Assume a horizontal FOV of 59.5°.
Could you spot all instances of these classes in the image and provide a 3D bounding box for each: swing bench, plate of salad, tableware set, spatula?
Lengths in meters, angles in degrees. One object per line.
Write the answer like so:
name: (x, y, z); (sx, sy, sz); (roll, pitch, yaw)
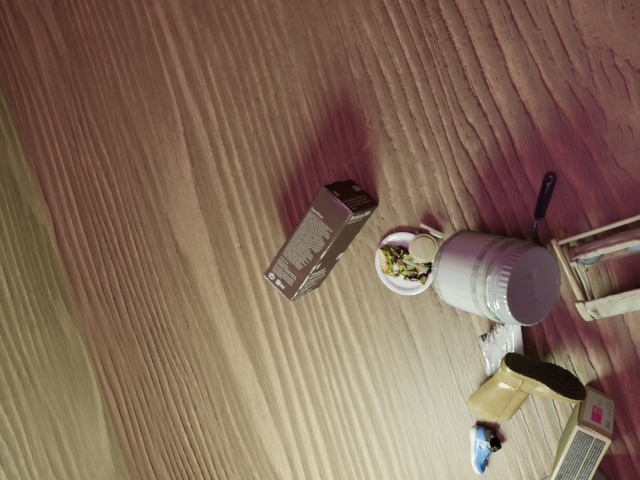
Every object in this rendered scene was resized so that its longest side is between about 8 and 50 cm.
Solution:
swing bench: (0.740, 0.060, 1.365); (0.253, 0.165, 0.255); (-23, 89, 31)
plate of salad: (0.256, 0.073, 1.720); (0.199, 0.048, 0.200); (6, 103, 29)
tableware set: (0.353, 0.046, 1.652); (0.194, 0.039, 0.128); (26, 98, 9)
spatula: (0.581, -0.041, 1.514); (0.084, 0.030, 0.297); (20, 110, 28)

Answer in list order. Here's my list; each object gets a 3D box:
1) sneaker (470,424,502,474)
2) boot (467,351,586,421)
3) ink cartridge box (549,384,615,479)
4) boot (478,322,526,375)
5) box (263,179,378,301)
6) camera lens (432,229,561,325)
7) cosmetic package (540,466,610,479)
sneaker: (0.503, 0.638, 1.688); (0.084, 0.058, 0.152); (-3, 93, 39)
boot: (0.563, 0.430, 1.553); (0.236, 0.089, 0.270); (25, 139, 13)
ink cartridge box: (0.683, 0.518, 1.454); (0.088, 0.234, 0.193); (24, 112, 24)
boot: (0.509, 0.269, 1.583); (0.123, 0.095, 0.259); (-4, 99, 24)
box: (0.000, 0.000, 1.773); (0.143, 0.191, 0.381); (41, 119, 16)
camera lens: (0.448, 0.093, 1.465); (0.274, 0.219, 0.220); (16, 111, 59)
cosmetic package: (0.632, 0.792, 1.556); (0.385, 0.217, 0.156); (-44, 78, 28)
